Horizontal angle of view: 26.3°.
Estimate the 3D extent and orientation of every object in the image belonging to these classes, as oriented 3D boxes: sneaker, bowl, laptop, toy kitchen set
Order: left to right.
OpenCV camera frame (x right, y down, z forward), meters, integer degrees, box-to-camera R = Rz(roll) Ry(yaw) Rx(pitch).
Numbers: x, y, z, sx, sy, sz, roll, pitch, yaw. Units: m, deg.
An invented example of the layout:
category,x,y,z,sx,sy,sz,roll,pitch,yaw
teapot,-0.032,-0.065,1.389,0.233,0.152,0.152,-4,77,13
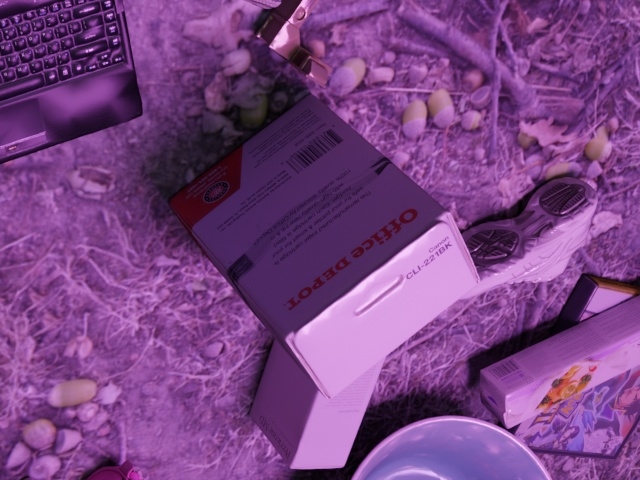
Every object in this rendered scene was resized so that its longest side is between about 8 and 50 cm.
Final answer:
category,x,y,z,sx,sy,sz,roll,pitch,yaw
laptop,-0.259,-0.162,1.200,0.234,0.136,0.264,-21,129,-20
toy kitchen set,-0.004,-0.205,1.386,0.083,0.068,0.075,29,101,-42
bowl,0.143,0.383,1.766,0.311,0.163,0.311,3,81,-18
sneaker,0.252,0.023,1.698,0.232,0.090,0.115,-28,135,-14

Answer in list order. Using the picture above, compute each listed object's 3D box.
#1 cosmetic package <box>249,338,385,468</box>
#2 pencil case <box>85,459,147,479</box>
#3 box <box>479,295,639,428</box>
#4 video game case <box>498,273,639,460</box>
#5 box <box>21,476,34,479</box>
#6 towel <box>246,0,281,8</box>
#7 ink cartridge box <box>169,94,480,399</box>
category,x,y,z,sx,sy,sz,roll,pitch,yaw
cosmetic package,0.004,0.141,1.592,0.085,0.117,0.231,4,115,-35
pencil case,-0.191,0.337,1.615,0.209,0.095,0.098,41,77,-45
box,0.362,0.149,1.820,0.324,0.067,0.063,-23,131,-19
video game case,0.397,0.187,1.938,0.248,0.035,0.275,12,112,-38
box,-0.338,0.409,1.537,0.148,0.127,0.232,-27,130,-17
towel,-0.073,-0.394,1.223,0.312,0.056,0.324,21,106,-40
ink cartridge box,0.000,0.000,1.386,0.197,0.273,0.114,-37,133,-6
